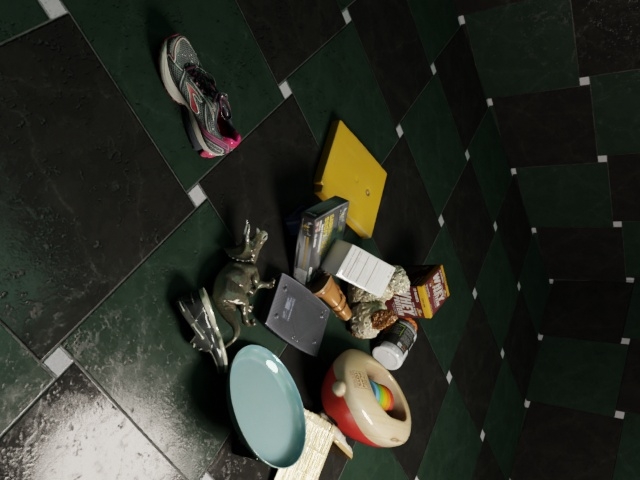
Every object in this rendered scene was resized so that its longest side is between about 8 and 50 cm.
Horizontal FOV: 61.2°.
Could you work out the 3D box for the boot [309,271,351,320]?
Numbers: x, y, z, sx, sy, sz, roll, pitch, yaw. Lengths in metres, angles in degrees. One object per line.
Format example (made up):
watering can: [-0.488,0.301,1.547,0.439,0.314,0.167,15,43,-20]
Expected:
boot: [0.040,0.178,1.634,0.152,0.073,0.197,60,12,-4]

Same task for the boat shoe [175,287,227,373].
boat shoe: [-0.280,0.225,1.301,0.079,0.084,0.233,-20,115,-13]

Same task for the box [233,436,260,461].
box: [-0.170,0.530,1.387,0.052,0.083,0.062,43,54,-43]

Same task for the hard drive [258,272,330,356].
hard drive: [-0.075,0.219,1.569,0.255,0.054,0.172,43,55,-43]

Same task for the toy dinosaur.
toy dinosaur: [-0.216,0.120,1.366,0.160,0.121,0.313,42,56,-29]

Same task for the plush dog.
plush dog: [0.155,0.208,1.770,0.211,0.262,0.225,11,64,-18]

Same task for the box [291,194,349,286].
box: [0.000,0.000,1.609,0.183,0.056,0.231,-30,138,-49]

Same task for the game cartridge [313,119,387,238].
game cartridge: [0.105,-0.205,1.860,0.324,0.053,0.285,40,56,-40]

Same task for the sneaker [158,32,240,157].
sneaker: [-0.283,-0.353,1.309,0.121,0.112,0.299,-46,121,-45]

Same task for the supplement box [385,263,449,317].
supplement box: [0.343,0.187,2.005,0.191,0.194,0.129,-35,113,-49]

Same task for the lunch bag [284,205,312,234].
lunch bag: [-0.056,-0.065,1.611,0.098,0.067,0.065,-40,118,-46]

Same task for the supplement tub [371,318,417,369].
supplement tub: [0.274,0.365,1.961,0.190,0.117,0.117,-46,122,-44]

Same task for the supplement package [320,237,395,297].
supplement package: [0.112,0.082,1.615,0.179,0.105,0.105,29,87,-29]

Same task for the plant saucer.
plant saucer: [-0.142,0.424,1.381,0.317,0.044,0.317,49,23,-30]

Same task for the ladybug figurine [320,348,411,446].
ladybug figurine: [0.134,0.500,1.679,0.449,0.162,0.305,41,24,-49]

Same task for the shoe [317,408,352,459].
shoe: [0.045,0.602,1.669,0.058,0.077,0.219,-55,126,-32]

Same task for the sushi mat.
sushi mat: [-0.057,0.649,1.526,0.151,0.019,0.316,37,65,-28]
